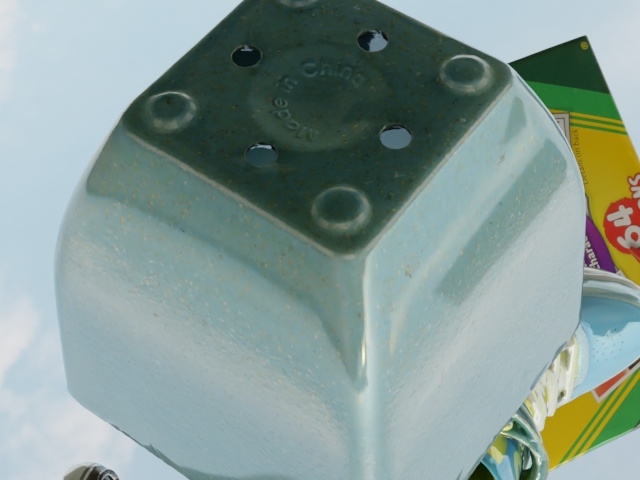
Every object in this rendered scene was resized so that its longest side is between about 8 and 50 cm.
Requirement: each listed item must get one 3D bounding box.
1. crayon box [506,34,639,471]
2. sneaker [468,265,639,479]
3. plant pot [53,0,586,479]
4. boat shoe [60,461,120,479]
[{"bbox_3d":[0.172,0.030,1.143,0.313,0.106,0.363,-22,-92,-17],"label":"crayon box"},{"bbox_3d":[0.145,0.122,0.880,0.319,0.127,0.208,-16,-158,-15],"label":"sneaker"},{"bbox_3d":[0.000,0.000,0.680,0.248,0.252,0.247,30,-119,21],"label":"plant pot"},{"bbox_3d":[-0.148,0.263,0.882,0.076,0.080,0.228,-19,-131,15],"label":"boat shoe"}]
